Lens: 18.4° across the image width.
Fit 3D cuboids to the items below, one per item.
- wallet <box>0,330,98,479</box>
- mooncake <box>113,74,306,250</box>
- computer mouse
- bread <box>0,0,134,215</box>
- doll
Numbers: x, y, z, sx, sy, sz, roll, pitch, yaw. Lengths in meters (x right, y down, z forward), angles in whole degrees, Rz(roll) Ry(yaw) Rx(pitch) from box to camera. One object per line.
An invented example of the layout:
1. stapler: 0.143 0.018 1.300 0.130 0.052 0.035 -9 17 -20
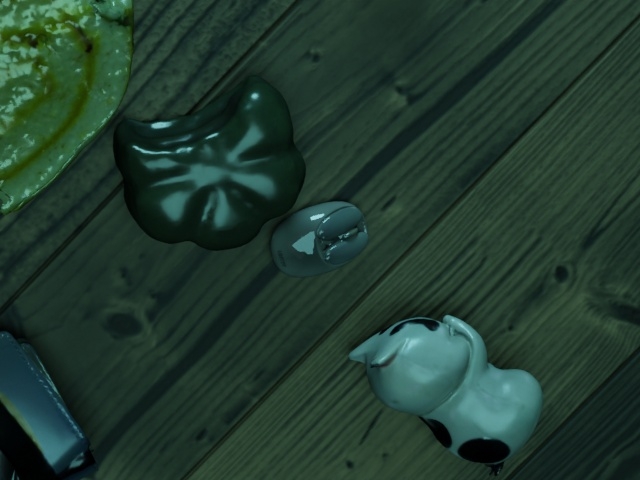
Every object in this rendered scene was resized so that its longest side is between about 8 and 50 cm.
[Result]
1. wallet: -0.339 0.201 1.822 0.231 0.069 0.170 -32 90 -13
2. mooncake: -0.100 -0.073 1.790 0.168 0.104 0.175 37 95 -13
3. computer mouse: 0.000 0.001 1.862 0.096 0.039 0.066 -17 110 -5
4. bread: -0.268 -0.152 1.727 0.257 0.124 0.186 -39 116 2
5. doll: 0.125 0.138 1.892 0.181 0.110 0.107 37 75 -14
